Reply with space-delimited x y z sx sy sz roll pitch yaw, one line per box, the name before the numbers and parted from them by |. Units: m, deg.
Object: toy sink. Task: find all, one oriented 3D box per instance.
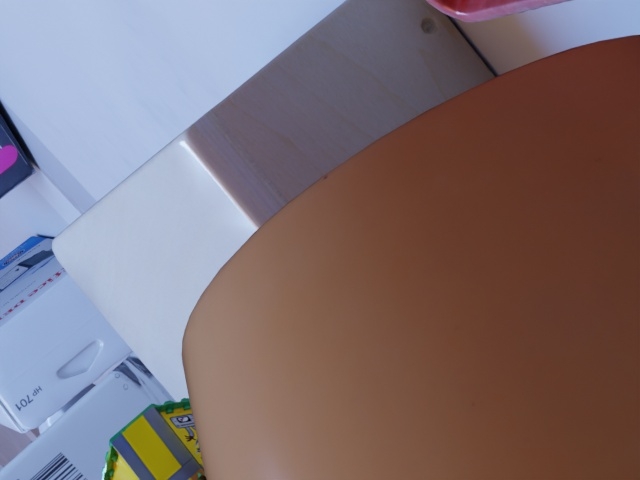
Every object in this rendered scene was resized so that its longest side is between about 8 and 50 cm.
toy sink | 0.000 0.000 0.821 0.153 0.131 0.234 50 157 -4

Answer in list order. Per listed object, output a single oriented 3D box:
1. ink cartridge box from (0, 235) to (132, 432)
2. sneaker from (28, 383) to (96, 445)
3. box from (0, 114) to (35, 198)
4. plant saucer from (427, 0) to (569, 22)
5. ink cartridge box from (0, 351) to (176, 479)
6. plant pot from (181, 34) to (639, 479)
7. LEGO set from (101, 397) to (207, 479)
ink cartridge box | -0.230 0.070 1.473 0.082 0.140 0.191 56 160 -16
sneaker | -0.120 0.236 1.576 0.210 0.137 0.366 58 -173 33
box | -0.374 -0.095 1.432 0.270 0.165 0.143 30 154 46
plant saucer | 0.013 -0.165 0.502 0.258 0.047 0.259 36 167 -19
ink cartridge box | -0.061 0.167 1.072 0.197 0.273 0.114 44 165 16
plant pot | 0.088 0.074 0.575 0.203 0.291 0.291 60 166 18
LEGO set | -0.032 0.249 0.823 0.192 0.255 0.331 46 166 41
